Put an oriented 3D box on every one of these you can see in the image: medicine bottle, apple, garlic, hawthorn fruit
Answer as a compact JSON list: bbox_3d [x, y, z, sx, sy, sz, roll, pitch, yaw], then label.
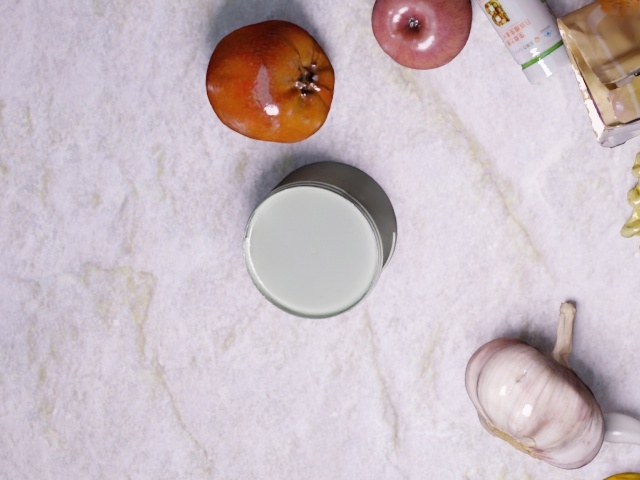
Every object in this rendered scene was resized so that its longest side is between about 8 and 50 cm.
[{"bbox_3d":[0.300,-0.330,1.855,0.086,0.086,0.183,-32,96,20],"label":"medicine bottle"},{"bbox_3d":[0.151,-0.331,1.873,0.153,0.120,0.153,4,108,14],"label":"apple"},{"bbox_3d":[0.353,0.211,1.961,0.245,0.245,0.253,28,78,4],"label":"garlic"},{"bbox_3d":[-0.097,-0.248,1.944,0.225,0.196,0.197,7,110,38],"label":"hawthorn fruit"}]

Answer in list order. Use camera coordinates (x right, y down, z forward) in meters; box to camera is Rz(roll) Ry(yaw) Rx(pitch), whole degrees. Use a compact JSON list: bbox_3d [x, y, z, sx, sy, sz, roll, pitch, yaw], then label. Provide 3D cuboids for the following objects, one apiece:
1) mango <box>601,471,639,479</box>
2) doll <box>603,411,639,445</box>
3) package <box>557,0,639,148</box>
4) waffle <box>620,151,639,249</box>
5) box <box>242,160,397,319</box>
[{"bbox_3d":[0.593,0.486,1.994,0.359,0.144,0.187,28,127,3],"label":"mango"},{"bbox_3d":[0.590,0.294,1.935,0.311,0.242,0.160,16,76,10],"label":"doll"},{"bbox_3d":[0.520,-0.266,1.741,0.311,0.165,0.221,-20,102,3],"label":"package"},{"bbox_3d":[0.592,-0.060,1.880,0.261,0.056,0.250,20,111,5],"label":"waffle"},{"bbox_3d":[0.000,0.000,1.994,0.226,0.149,0.226,4,108,13],"label":"box"}]
